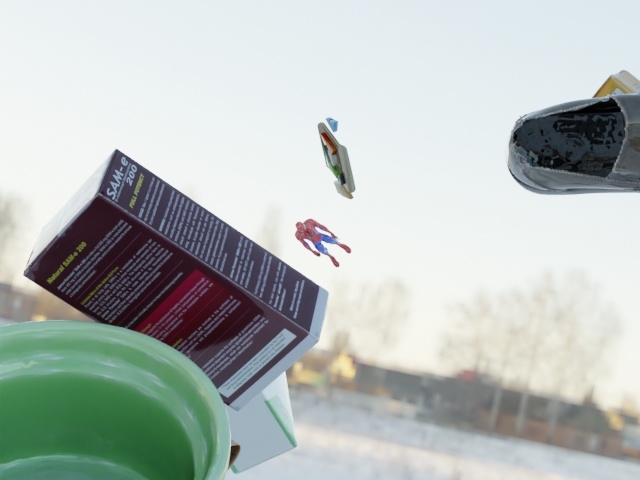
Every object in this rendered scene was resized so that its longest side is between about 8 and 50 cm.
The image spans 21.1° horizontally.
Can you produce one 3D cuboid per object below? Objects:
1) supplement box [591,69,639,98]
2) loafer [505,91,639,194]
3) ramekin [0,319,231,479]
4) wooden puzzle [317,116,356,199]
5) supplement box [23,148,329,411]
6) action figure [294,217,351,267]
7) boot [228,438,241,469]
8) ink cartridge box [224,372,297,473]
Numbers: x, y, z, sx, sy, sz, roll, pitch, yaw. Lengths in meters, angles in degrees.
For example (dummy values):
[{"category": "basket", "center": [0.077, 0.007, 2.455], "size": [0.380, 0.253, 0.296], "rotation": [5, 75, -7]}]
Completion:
[{"category": "supplement box", "center": [0.458, -0.123, 2.267], "size": [0.233, 0.080, 0.078], "rotation": [44, 25, 10]}, {"category": "loafer", "center": [0.381, -0.111, 1.981], "size": [0.366, 0.133, 0.130], "rotation": [-9, -6, 21]}, {"category": "ramekin", "center": [-0.223, 0.213, 1.398], "size": [0.303, 0.148, 0.303], "rotation": [1, 35, -1]}, {"category": "wooden puzzle", "center": [0.017, -0.096, 2.017], "size": [0.014, 0.116, 0.078], "rotation": [-22, 28, -14]}, {"category": "supplement box", "center": [-0.127, 0.039, 1.531], "size": [0.239, 0.073, 0.130], "rotation": [35, -53, -18]}, {"category": "action figure", "center": [0.000, 0.000, 2.156], "size": [0.115, 0.038, 0.030], "rotation": [35, 11, -51]}, {"category": "boot", "center": [-0.148, 0.194, 1.801], "size": [0.152, 0.197, 0.073], "rotation": [11, -50, 26]}, {"category": "ink cartridge box", "center": [-0.108, 0.156, 2.094], "size": [0.154, 0.093, 0.212], "rotation": [59, 10, -28]}]
